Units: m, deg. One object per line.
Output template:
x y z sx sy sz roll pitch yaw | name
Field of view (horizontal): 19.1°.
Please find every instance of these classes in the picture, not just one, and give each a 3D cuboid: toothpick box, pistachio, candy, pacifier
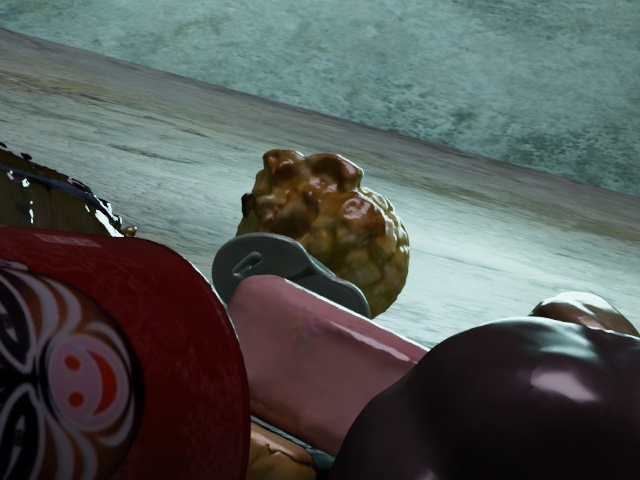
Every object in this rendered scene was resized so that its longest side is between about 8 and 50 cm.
-0.219 0.084 0.874 0.333 0.204 0.204 7 14 -46 | toothpick box
0.254 0.116 1.796 0.108 0.126 0.185 -32 34 -15 | pistachio
0.031 0.106 1.339 0.255 0.094 0.255 26 -2 1 | candy
-0.036 0.066 1.636 0.150 0.127 0.116 41 43 -20 | pacifier

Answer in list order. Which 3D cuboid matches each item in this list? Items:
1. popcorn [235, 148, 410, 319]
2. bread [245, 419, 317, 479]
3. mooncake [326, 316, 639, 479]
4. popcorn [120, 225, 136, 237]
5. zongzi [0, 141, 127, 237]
0.000 0.000 1.786 0.180 0.180 0.170 26 9 41 | popcorn
-0.061 0.141 1.242 0.115 0.056 0.082 26 -5 0 | bread
0.120 0.159 0.968 0.245 0.245 0.133 15 15 -12 | mooncake
-0.178 0.036 1.547 0.109 0.089 0.097 20 21 -1 | popcorn
-0.241 0.057 1.194 0.356 0.174 0.393 24 23 -38 | zongzi
